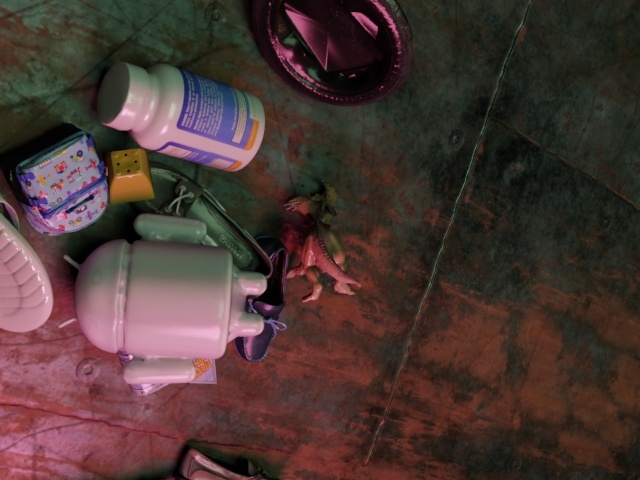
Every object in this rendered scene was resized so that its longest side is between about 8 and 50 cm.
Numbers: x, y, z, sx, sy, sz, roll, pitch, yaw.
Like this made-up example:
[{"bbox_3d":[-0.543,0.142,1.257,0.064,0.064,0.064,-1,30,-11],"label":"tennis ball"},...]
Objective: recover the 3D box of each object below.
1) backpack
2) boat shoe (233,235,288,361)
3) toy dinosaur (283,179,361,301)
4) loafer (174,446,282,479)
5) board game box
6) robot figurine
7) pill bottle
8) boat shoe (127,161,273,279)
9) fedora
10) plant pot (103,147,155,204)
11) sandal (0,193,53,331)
[{"bbox_3d":[-0.429,-0.087,1.658,0.158,0.117,0.173,-32,122,-26],"label":"backpack"},{"bbox_3d":[-0.120,0.122,1.969,0.109,0.089,0.258,-5,105,-37],"label":"boat shoe"},{"bbox_3d":[0.000,0.000,1.944,0.127,0.295,0.200,-2,106,-12],"label":"toy dinosaur"},{"bbox_3d":[-0.169,0.480,2.028,0.267,0.096,0.084,18,85,-37],"label":"loafer"},{"bbox_3d":[-0.279,0.212,1.889,0.194,0.060,0.194,-30,118,-28],"label":"board game box"},{"bbox_3d":[-0.274,0.103,1.731,0.353,0.200,0.300,5,79,-8],"label":"robot figurine"},{"bbox_3d":[-0.245,-0.223,1.740,0.272,0.152,0.152,15,93,-39],"label":"pill bottle"},{"bbox_3d":[-0.214,-0.034,1.828,0.335,0.095,0.112,42,71,-29],"label":"boat shoe"},{"bbox_3d":[0.036,-0.419,1.872,0.334,0.334,0.152,52,39,-34],"label":"fedora"},{"bbox_3d":[-0.333,-0.118,1.710,0.081,0.083,0.081,-9,72,-11],"label":"plant pot"},{"bbox_3d":[-0.551,-0.029,1.581,0.102,0.169,0.416,-76,145,-52],"label":"sandal"}]
